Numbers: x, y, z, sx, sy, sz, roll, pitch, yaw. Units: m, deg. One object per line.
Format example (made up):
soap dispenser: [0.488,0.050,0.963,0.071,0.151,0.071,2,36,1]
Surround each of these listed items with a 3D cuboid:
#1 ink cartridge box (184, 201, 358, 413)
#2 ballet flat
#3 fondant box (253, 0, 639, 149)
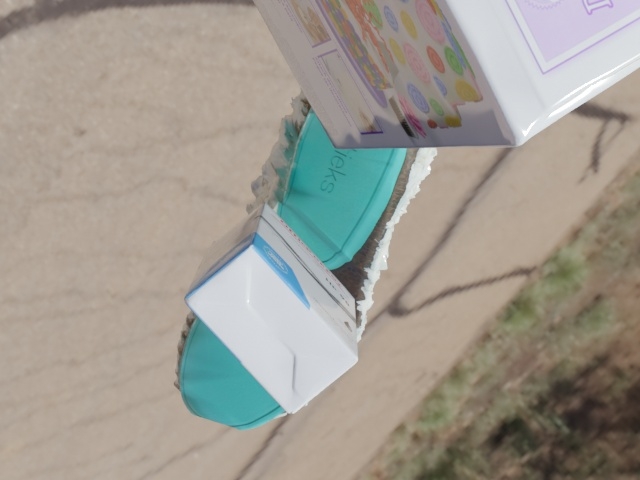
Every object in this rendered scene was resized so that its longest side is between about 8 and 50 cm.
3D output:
ink cartridge box: [-0.030,0.037,0.835,0.060,0.104,0.180,-41,-171,9]
ballet flat: [0.000,0.000,0.997,0.147,0.147,0.409,-21,151,-44]
fondant box: [0.024,-0.171,0.602,0.096,0.238,0.330,-30,-170,-7]
